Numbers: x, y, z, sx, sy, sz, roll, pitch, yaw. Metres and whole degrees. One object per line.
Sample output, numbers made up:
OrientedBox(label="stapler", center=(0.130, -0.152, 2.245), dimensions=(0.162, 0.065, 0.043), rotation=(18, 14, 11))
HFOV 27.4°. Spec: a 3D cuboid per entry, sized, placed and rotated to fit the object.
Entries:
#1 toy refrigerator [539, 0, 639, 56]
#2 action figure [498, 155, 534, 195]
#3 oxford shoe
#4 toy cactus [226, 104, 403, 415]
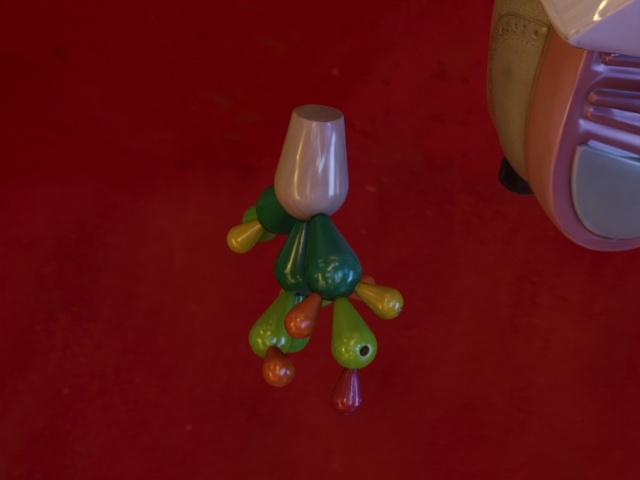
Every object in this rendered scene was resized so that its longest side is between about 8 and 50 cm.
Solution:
OrientedBox(label="toy refrigerator", center=(0.151, -0.115, 0.389), dimensions=(0.094, 0.269, 0.102), rotation=(-31, 74, 36))
OrientedBox(label="action figure", center=(0.279, -0.069, 1.016), dimensions=(0.099, 0.285, 0.185), rotation=(-177, 95, -70))
OrientedBox(label="oxford shoe", center=(0.150, -0.199, 0.592), dimensions=(0.146, 0.140, 0.397), rotation=(53, 133, 53))
OrientedBox(label="toy cactus", center=(0.000, 0.000, 0.888), dimensions=(0.219, 0.112, 0.180), rotation=(-110, 23, -62))
